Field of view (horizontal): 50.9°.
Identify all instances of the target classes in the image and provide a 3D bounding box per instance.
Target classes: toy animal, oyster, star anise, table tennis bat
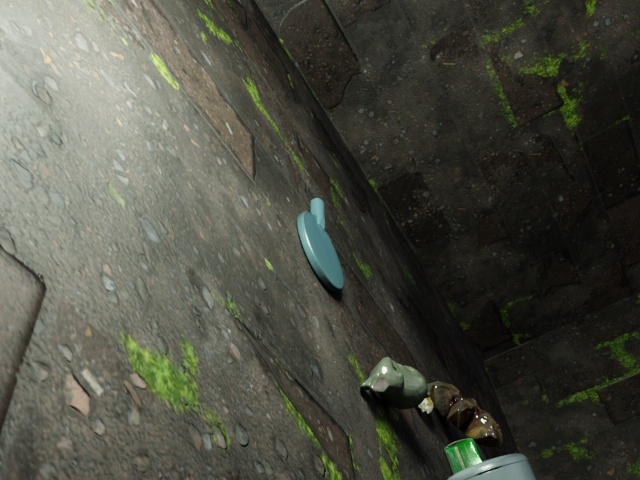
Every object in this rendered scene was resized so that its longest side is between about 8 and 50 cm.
[{"bbox_3d":[0.176,0.336,1.615,0.236,0.138,0.108,48,53,-58],"label":"toy animal"},{"bbox_3d":[0.300,0.461,2.002,0.122,0.045,0.146,59,20,-28],"label":"oyster"},{"bbox_3d":[0.460,0.549,2.144,0.315,0.108,0.315,35,5,-4],"label":"star anise"},{"bbox_3d":[0.000,0.000,1.780,0.215,0.044,0.329,52,19,-35],"label":"table tennis bat"}]

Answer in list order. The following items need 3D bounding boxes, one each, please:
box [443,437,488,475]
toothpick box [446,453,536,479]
[{"bbox_3d":[0.472,0.730,2.010,0.180,0.103,0.250,49,17,-48],"label":"box"},{"bbox_3d":[0.502,0.754,1.733,0.263,0.263,0.355,41,27,-58],"label":"toothpick box"}]
